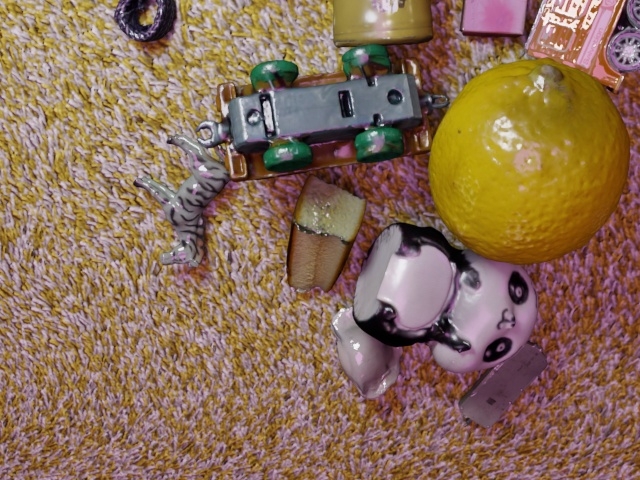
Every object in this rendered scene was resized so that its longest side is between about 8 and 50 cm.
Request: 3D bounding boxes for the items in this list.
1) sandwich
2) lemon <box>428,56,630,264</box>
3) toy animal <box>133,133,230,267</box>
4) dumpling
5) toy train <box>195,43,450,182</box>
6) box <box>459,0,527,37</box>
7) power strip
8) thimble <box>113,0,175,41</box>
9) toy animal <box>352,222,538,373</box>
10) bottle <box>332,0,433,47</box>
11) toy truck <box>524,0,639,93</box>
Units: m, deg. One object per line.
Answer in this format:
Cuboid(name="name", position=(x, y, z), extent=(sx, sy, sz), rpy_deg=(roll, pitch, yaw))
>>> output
Cuboid(name="sandwich", position=(0.000, 0.000, 1.448), extent=(0.122, 0.128, 0.236), rpy_deg=(20, 149, 1))
Cuboid(name="lemon", position=(0.330, -0.121, 1.241), extent=(0.336, 0.336, 0.336), rpy_deg=(2, 105, 6))
Cuboid(name="toy animal", position=(-0.273, -0.084, 1.477), extent=(0.170, 0.090, 0.255), rpy_deg=(21, 108, -4))
Cuboid(name="dumpling", position=(0.094, 0.213, 1.504), extent=(0.127, 0.108, 0.188), rpy_deg=(-18, 88, -15))
Cuboid(name="toy train", position=(0.003, -0.199, 1.335), extent=(0.429, 0.249, 0.178), rpy_deg=(-9, 84, -5))
Cuboid(name="box", position=(0.303, -0.429, 1.330), extent=(0.111, 0.060, 0.156), rpy_deg=(3, 106, 4))
Cuboid(name="power strip", position=(0.356, 0.287, 1.526), extent=(0.080, 0.029, 0.227), rpy_deg=(36, 105, -6))
Cuboid(name="thimble", position=(-0.315, -0.413, 1.401), extent=(0.104, 0.066, 0.095), rpy_deg=(-32, 96, 13))
Cuboid(name="toy animal", position=(0.236, 0.105, 1.399), extent=(0.310, 0.251, 0.251), rpy_deg=(23, 106, -11))
Cuboid(name="bottle", position=(0.100, -0.502, 1.276), extent=(0.171, 0.171, 0.351), rpy_deg=(-1, 104, 7))
Cuboid(name="toy truck", position=(0.479, -0.451, 1.246), extent=(0.207, 0.173, 0.388), rpy_deg=(22, 109, 10))
